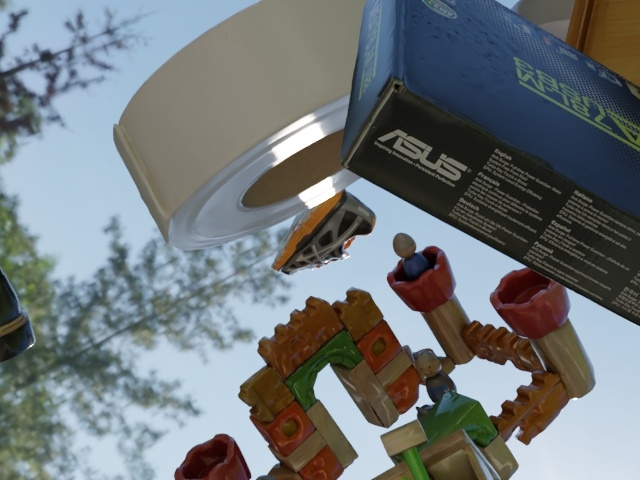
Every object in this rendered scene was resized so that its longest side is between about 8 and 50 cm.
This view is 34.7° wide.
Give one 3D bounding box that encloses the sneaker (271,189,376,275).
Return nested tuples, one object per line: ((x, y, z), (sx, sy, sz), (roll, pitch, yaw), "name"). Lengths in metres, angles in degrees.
((0.000, 0.000, 1.326), (0.083, 0.084, 0.215), (27, -29, -9), "sneaker")

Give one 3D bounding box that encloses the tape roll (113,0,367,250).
((-0.031, -0.103, 0.889), (0.100, 0.286, 0.286), (61, -30, 10), "tape roll")

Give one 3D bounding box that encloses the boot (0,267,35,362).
((-0.314, 0.025, 0.754), (0.197, 0.077, 0.137), (-8, -74, 14), "boot")

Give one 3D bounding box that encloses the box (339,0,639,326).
((0.103, -0.043, 0.444), (0.190, 0.184, 0.045), (28, -64, -10), "box")

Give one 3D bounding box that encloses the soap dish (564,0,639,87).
((0.326, -0.176, 0.823), (0.291, 0.118, 0.229), (8, -97, 55), "soap dish")

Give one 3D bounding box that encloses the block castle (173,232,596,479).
((0.067, 0.189, 1.196), (0.213, 0.453, 0.303), (57, -21, -22), "block castle")

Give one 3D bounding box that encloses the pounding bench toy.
((0.057, 0.126, 0.459), (0.083, 0.052, 0.065), (53, 10, -42), "pounding bench toy")

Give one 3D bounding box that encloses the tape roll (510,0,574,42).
((0.329, -0.222, 1.286), (0.219, 0.072, 0.219), (12, -32, 7), "tape roll")
